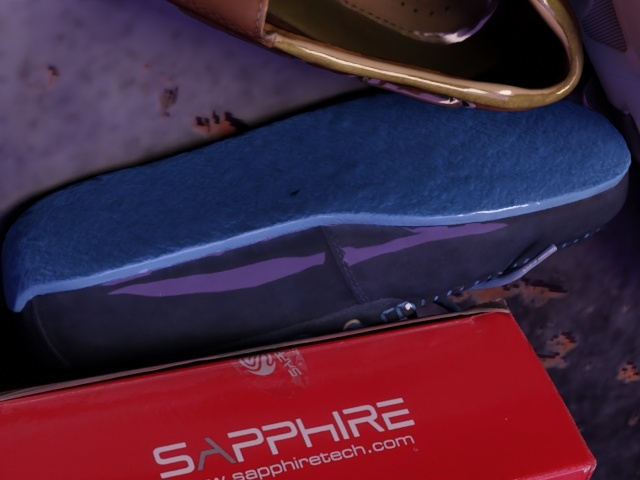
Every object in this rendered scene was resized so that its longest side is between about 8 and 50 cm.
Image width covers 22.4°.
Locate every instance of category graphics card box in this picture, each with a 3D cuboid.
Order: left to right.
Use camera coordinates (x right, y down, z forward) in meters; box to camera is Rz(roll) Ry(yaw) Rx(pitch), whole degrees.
[{"bbox_3d":[-0.043,0.198,0.704,0.232,0.094,0.371,-9,138,-23],"label":"graphics card box"}]

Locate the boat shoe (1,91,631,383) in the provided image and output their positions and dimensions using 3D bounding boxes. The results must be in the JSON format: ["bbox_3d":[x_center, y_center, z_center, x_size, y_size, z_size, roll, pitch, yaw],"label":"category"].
[{"bbox_3d":[0.000,0.000,0.676,0.258,0.109,0.089,-9,130,-3],"label":"boat shoe"}]

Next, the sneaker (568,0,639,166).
[{"bbox_3d":[0.176,-0.083,0.697,0.122,0.146,0.330,-34,152,0],"label":"sneaker"}]

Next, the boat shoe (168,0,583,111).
[{"bbox_3d":[-0.026,-0.130,0.568,0.307,0.104,0.111,17,109,-33],"label":"boat shoe"}]
